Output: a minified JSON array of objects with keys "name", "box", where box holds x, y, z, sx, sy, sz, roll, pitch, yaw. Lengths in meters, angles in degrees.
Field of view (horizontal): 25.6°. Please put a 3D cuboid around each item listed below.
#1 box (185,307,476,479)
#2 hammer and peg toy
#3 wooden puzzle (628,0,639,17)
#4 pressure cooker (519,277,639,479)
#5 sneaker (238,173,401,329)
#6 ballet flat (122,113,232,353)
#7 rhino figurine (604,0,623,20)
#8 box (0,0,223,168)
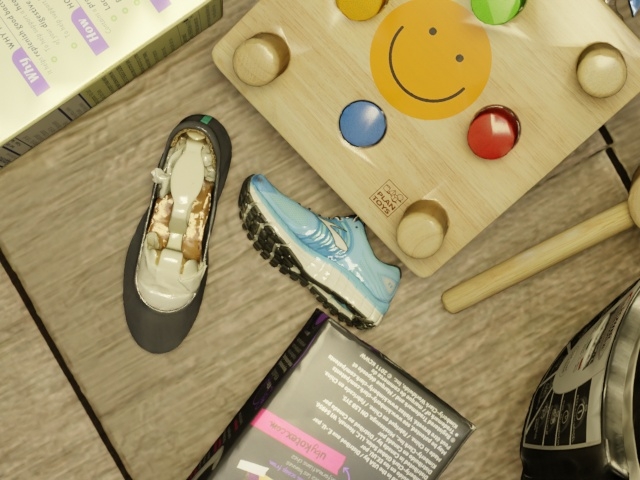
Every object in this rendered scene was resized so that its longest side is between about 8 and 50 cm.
[{"name":"box","box":[-0.024,0.203,1.109,0.143,0.165,0.270,38,88,-3]},{"name":"hammer and peg toy","box":[0.118,-0.096,1.094,0.266,0.127,0.361,-42,94,17]},{"name":"wooden puzzle","box":[0.322,-0.198,1.211,0.116,0.014,0.079,-9,89,-3]},{"name":"pressure cooker","box":[0.360,0.159,0.965,0.375,0.420,0.370,-14,69,-17]},{"name":"sneaker","box":[0.000,0.000,1.176,0.162,0.063,0.073,42,68,-5]},{"name":"ballet flat","box":[-0.120,-0.006,1.155,0.074,0.074,0.203,14,89,-3]},{"name":"rhino figurine","box":[0.130,-0.218,1.172,0.243,0.073,0.106,-7,93,-2]},{"name":"box","box":[-0.235,-0.207,1.128,0.243,0.117,0.214,-36,91,-4]}]
